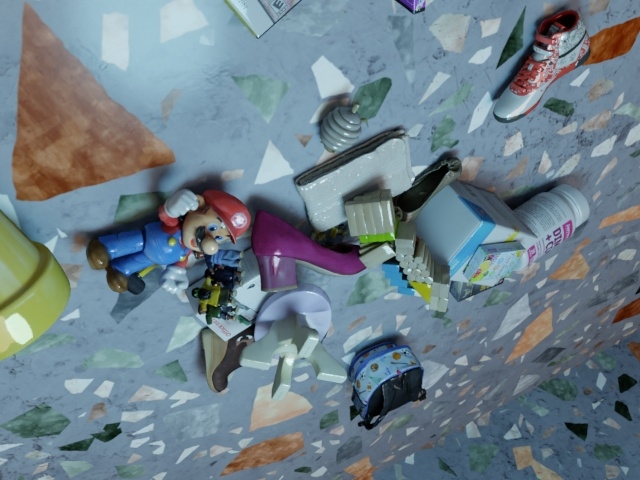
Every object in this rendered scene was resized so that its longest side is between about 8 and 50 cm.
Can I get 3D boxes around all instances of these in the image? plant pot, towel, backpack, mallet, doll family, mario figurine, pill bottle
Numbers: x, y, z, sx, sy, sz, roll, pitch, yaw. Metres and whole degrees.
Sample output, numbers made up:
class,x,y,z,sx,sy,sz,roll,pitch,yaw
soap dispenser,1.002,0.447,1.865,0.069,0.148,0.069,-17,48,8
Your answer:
class,x,y,z,sx,sy,sz,roll,pitch,yaw
plant pot,-0.586,0.044,0.977,0.254,0.254,0.239,-24,125,-11
towel,0.089,-0.134,1.386,0.282,0.049,0.187,-28,141,-5
backpack,0.226,0.462,1.996,0.277,0.213,0.263,-23,149,-22
mallet,-0.357,0.041,1.285,0.190,0.039,0.062,-42,139,4
doll family,-0.236,0.091,1.329,0.111,0.192,0.076,7,165,12
mario figurine,-0.289,0.010,1.178,0.321,0.170,0.198,-23,175,0
pill bottle,0.646,-0.044,1.761,0.283,0.160,0.160,-31,143,-16

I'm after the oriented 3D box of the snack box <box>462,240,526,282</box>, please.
class,x,y,z,sx,sy,sz,roll,pitch,yaw
snack box,0.446,0.054,1.521,0.141,0.037,0.100,-5,136,-30

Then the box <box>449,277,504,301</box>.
class,x,y,z,sx,sy,sz,roll,pitch,yaw
box,0.519,0.082,1.907,0.183,0.056,0.231,-20,140,-16

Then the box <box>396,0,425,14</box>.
class,x,y,z,sx,sy,sz,roll,pitch,yaw
box,0.140,-0.480,0.993,0.029,0.116,0.162,-23,141,-14

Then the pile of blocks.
class,x,y,z,sx,sy,sz,roll,pitch,yaw
pile of blocks,0.190,0.020,1.435,0.149,0.112,0.362,-28,110,28

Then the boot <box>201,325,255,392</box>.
class,x,y,z,sx,sy,sz,roll,pitch,yaw
boot,-0.204,0.321,1.602,0.207,0.090,0.248,-2,129,-4

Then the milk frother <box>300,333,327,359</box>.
class,x,y,z,sx,sy,sz,roll,pitch,yaw
milk frother,-0.050,0.217,1.596,0.129,0.135,0.143,-34,146,-22

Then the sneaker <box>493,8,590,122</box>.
class,x,y,z,sx,sy,sz,roll,pitch,yaw
sneaker,0.486,-0.399,1.343,0.270,0.090,0.145,-40,140,4

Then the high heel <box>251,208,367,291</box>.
class,x,y,z,sx,sy,sz,roll,pitch,yaw
high heel,0.000,0.000,1.392,0.377,0.127,0.181,-12,100,-50

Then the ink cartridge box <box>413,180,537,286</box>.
class,x,y,z,sx,sy,sz,roll,pitch,yaw
ink cartridge box,0.396,-0.020,1.599,0.270,0.198,0.197,11,125,-40

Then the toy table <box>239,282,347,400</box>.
class,x,y,z,sx,sy,sz,roll,pitch,yaw
toy table,-0.064,0.248,1.406,0.252,0.160,0.274,5,132,-8

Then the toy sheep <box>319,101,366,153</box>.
class,x,y,z,sx,sy,sz,roll,pitch,yaw
toy sheep,0.046,-0.233,1.222,0.091,0.091,0.132,-1,137,-34

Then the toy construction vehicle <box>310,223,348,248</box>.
class,x,y,z,sx,sy,sz,roll,pitch,yaw
toy construction vehicle,0.019,0.004,1.497,0.098,0.035,0.085,-7,135,-29

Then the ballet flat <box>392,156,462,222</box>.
class,x,y,z,sx,sy,sz,roll,pitch,yaw
ballet flat,0.252,-0.122,1.480,0.250,0.084,0.058,-39,157,0

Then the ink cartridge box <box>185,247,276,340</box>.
class,x,y,z,sx,sy,sz,roll,pitch,yaw
ink cartridge box,-0.190,0.128,1.441,0.219,0.092,0.160,-33,141,0

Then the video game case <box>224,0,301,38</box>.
class,x,y,z,sx,sy,sz,roll,pitch,yaw
video game case,-0.068,-0.487,0.908,0.275,0.035,0.248,-39,141,8
